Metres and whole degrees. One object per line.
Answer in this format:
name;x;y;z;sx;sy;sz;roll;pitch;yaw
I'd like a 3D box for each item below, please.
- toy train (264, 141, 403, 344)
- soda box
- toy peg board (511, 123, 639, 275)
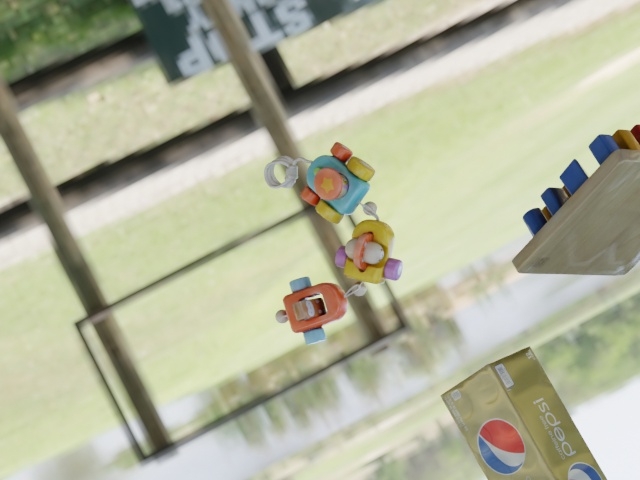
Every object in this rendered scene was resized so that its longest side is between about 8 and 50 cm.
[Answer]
toy train;0.000;0.000;1.430;0.125;0.166;0.046;-15;173;22
soda box;0.171;0.178;1.297;0.058;0.181;0.061;-16;163;-47
toy peg board;0.268;-0.047;1.587;0.160;0.079;0.161;2;139;-41
